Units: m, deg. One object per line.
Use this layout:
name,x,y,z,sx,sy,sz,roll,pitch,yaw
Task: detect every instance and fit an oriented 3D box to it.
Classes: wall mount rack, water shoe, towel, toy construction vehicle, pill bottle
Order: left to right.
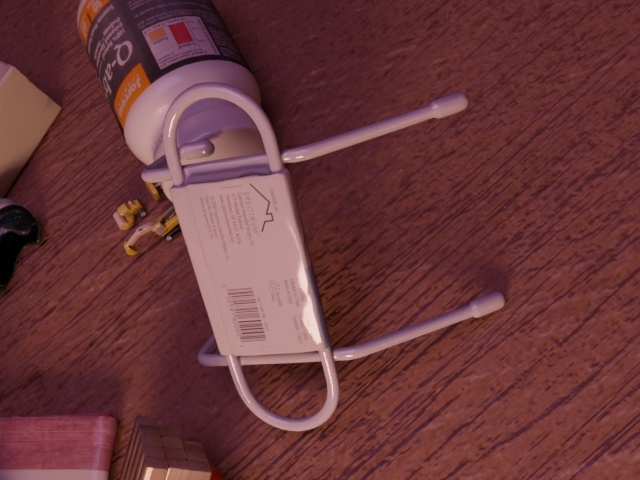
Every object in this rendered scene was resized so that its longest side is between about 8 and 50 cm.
water shoe,-0.421,0.040,1.182,0.080,0.073,0.203,35,84,28
towel,-0.335,0.347,1.033,0.237,0.037,0.329,-5,66,20
toy construction vehicle,-0.197,-0.039,1.147,0.098,0.035,0.086,-34,59,5
pill bottle,-0.163,-0.180,1.123,0.162,0.162,0.278,-32,59,6
wall mount rack,0.000,0.000,0.939,0.304,0.130,0.350,-6,110,22

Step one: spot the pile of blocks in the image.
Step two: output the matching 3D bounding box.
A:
pile of blocks,-0.149,0.355,0.928,0.112,0.149,0.362,13,79,-18

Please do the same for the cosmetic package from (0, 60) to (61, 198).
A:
cosmetic package,-0.488,-0.089,1.245,0.160,0.113,0.309,26,79,29
